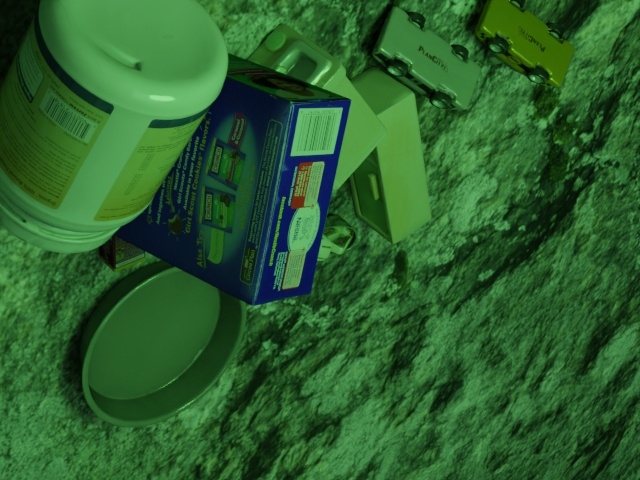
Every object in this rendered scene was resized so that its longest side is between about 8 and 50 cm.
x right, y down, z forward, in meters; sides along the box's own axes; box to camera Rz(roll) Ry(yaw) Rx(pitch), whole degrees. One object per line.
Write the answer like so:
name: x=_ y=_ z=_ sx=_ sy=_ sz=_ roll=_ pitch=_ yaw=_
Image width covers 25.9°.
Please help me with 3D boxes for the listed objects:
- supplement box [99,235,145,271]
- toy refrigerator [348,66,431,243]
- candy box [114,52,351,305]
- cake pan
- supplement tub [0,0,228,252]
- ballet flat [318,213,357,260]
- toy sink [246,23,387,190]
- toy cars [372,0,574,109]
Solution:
supplement box: x=-0.283 y=-0.005 z=1.983 sx=0.055 sy=0.043 sz=0.083 roll=-21 pitch=133 yaw=-33
toy refrigerator: x=0.097 y=-0.129 z=2.206 sx=0.094 sy=0.102 sz=0.269 roll=-33 pitch=138 yaw=-21
candy box: x=-0.134 y=-0.098 z=1.807 sx=0.122 sy=0.317 sz=0.268 roll=-7 pitch=115 yaw=-49
cake pan: x=-0.247 y=0.151 z=2.130 sx=0.293 sy=0.054 sz=0.293 roll=-25 pitch=134 yaw=-29
supplement tub: x=-0.272 y=-0.152 z=1.676 sx=0.228 sy=0.228 sz=0.316 roll=-8 pitch=149 yaw=-40
ballet flat: x=0.000 y=0.000 z=2.186 sx=0.072 sy=0.068 sz=0.213 roll=-62 pitch=161 yaw=20
toy sink: x=-0.031 y=-0.206 z=1.985 sx=0.131 sy=0.153 sz=0.234 roll=-49 pitch=140 yaw=-3
toy cars: x=0.233 y=-0.299 z=2.213 sx=0.393 sy=0.087 sz=0.176 roll=-16 pitch=94 yaw=-33
